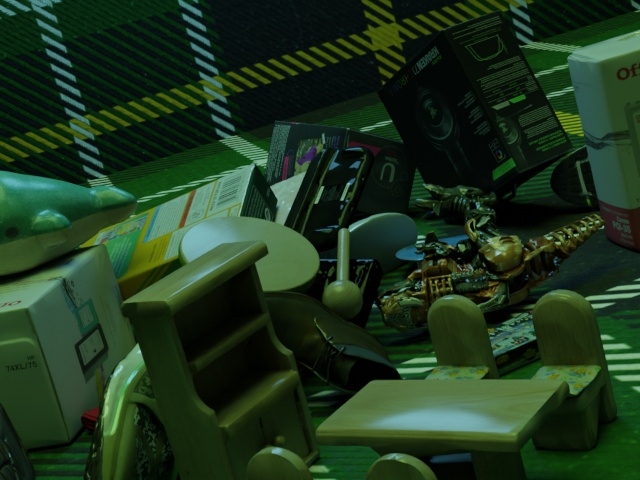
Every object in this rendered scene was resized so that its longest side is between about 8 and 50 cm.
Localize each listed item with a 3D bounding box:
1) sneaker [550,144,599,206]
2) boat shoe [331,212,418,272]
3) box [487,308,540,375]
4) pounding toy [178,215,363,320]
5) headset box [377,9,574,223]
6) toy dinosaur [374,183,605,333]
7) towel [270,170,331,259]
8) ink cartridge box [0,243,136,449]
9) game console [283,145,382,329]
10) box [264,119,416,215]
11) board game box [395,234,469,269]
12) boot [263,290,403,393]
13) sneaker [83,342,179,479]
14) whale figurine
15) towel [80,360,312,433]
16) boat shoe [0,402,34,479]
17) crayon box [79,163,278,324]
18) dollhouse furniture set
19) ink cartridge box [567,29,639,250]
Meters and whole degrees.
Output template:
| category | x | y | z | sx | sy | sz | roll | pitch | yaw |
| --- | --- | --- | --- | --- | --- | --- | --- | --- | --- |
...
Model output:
| category | x | y | z | sx | sy | sz | roll | pitch | yaw |
| --- | --- | --- | --- | --- | --- | --- | --- | --- | --- |
| sneaker | 0.515 | -0.124 | 2.118 | 0.299 | 0.111 | 0.121 | -15 | -2 | -4 |
| boat shoe | 0.027 | 0.028 | 2.044 | 0.267 | 0.096 | 0.088 | -30 | 24 | -21 |
| box | 0.235 | 0.124 | 1.584 | 0.137 | 0.027 | 0.094 | -21 | 15 | -20 |
| pounding toy | -0.073 | 0.062 | 1.702 | 0.236 | 0.110 | 0.183 | 5 | 31 | -10 |
| headset box | 0.256 | -0.192 | 2.169 | 0.131 | 0.283 | 0.246 | -23 | -7 | -30 |
| toy dinosaur | 0.227 | 0.038 | 1.776 | 0.321 | 0.164 | 0.218 | -1 | 25 | -17 |
| towel | -0.121 | 0.031 | 1.999 | 0.317 | 0.053 | 0.332 | -23 | 27 | 16 |
| ink cartridge box | -0.408 | 0.150 | 1.809 | 0.198 | 0.197 | 0.270 | -11 | 15 | 17 |
| game console | 0.000 | 0.000 | 1.816 | 0.213 | 0.044 | 0.361 | 1 | 49 | 25 |
| box | 0.032 | -0.131 | 2.387 | 0.165 | 0.143 | 0.270 | 10 | 2 | -33 |
| board game box | 0.200 | 0.023 | 1.994 | 0.168 | 0.033 | 0.133 | -10 | 10 | 1 |
| boot | 0.002 | 0.123 | 1.567 | 0.219 | 0.082 | 0.106 | 20 | 7 | -28 |
| sneaker | -0.148 | 0.199 | 1.485 | 0.182 | 0.158 | 0.410 | 17 | 34 | 3 |
| whale figurine | -0.404 | -0.044 | 1.857 | 0.272 | 0.141 | 0.216 | -19 | 13 | -24 |
| towel | -0.158 | 0.198 | 1.708 | 0.274 | 0.031 | 0.199 | -25 | 17 | -33 |
| boat shoe | -0.403 | 0.287 | 1.485 | 0.130 | 0.132 | 0.355 | -28 | 8 | -8 |
| crayon box | -0.231 | 0.020 | 1.987 | 0.323 | 0.083 | 0.203 | -21 | 28 | 19 |
| dollhouse furniture set | 0.034 | 0.138 | 1.284 | 0.394 | 0.257 | 0.362 | -5 | 18 | 36 |
| ink cartridge box | 0.489 | -0.154 | 1.848 | 0.207 | 0.283 | 0.117 | -18 | 15 | -8 |
